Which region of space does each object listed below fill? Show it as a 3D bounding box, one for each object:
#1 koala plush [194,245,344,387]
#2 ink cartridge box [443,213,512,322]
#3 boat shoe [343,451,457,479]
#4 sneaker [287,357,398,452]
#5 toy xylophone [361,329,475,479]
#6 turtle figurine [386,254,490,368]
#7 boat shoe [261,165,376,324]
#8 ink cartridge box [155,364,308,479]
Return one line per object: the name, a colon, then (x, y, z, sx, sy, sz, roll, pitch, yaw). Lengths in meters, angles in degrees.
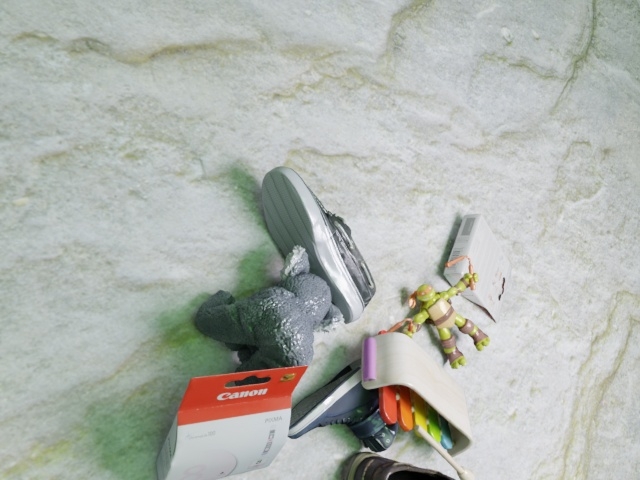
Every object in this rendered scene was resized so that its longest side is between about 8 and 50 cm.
koala plush: (-0.055, 0.129, 0.884, 0.221, 0.203, 0.196, -38, 100, -45)
ink cartridge box: (0.399, 0.072, 1.272, 0.225, 0.056, 0.181, 48, 56, -36)
boat shoe: (0.208, 0.508, 0.980, 0.355, 0.130, 0.133, 25, 66, -25)
sneaker: (0.048, 0.342, 0.945, 0.226, 0.086, 0.164, -26, 90, -36)
toy xylophone: (0.199, 0.319, 0.982, 0.323, 0.081, 0.236, 48, 28, -20)
turtle figurine: (0.261, 0.177, 1.125, 0.269, 0.087, 0.217, -41, 106, -12)
boat shoe: (0.000, 0.000, 0.996, 0.119, 0.121, 0.336, -41, 112, -42)
ink cartridge box: (-0.130, 0.285, 0.768, 0.188, 0.232, 0.066, 2, 47, -32)
